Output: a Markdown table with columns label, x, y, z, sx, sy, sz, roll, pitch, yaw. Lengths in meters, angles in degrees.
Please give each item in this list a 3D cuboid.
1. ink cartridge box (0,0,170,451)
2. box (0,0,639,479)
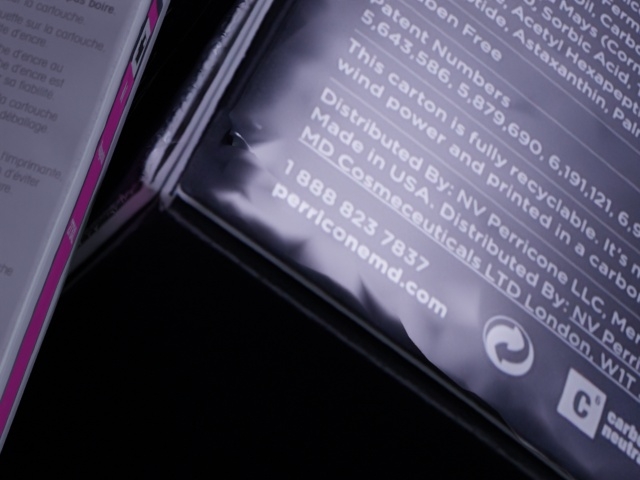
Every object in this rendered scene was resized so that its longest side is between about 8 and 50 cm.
| label | x | y | z | sx | sy | sz | roll | pitch | yaw |
| --- | --- | --- | --- | --- | --- | --- | --- | --- | --- |
| ink cartridge box | -0.151 | -0.059 | 0.590 | 0.069 | 0.176 | 0.371 | 97 | 12 | -79 |
| box | 0.000 | 0.000 | 0.939 | 0.480 | 0.297 | 0.472 | -38 | -158 | 47 |
